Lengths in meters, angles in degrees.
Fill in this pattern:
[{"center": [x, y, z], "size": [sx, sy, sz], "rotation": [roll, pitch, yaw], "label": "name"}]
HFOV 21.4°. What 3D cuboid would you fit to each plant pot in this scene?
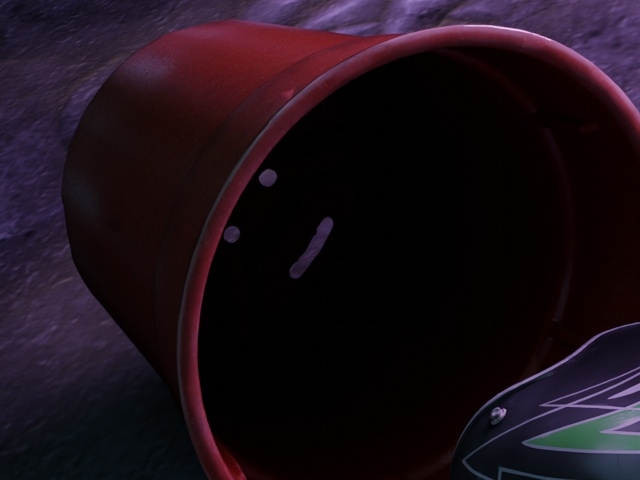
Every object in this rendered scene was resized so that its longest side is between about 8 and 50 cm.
[{"center": [0.000, 0.000, 0.900], "size": [0.272, 0.272, 0.265], "rotation": [-33, 28, -16], "label": "plant pot"}]

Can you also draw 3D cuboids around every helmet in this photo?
[{"center": [0.142, 0.122, 0.724], "size": [0.161, 0.169, 0.169], "rotation": [-26, 31, -36], "label": "helmet"}]
